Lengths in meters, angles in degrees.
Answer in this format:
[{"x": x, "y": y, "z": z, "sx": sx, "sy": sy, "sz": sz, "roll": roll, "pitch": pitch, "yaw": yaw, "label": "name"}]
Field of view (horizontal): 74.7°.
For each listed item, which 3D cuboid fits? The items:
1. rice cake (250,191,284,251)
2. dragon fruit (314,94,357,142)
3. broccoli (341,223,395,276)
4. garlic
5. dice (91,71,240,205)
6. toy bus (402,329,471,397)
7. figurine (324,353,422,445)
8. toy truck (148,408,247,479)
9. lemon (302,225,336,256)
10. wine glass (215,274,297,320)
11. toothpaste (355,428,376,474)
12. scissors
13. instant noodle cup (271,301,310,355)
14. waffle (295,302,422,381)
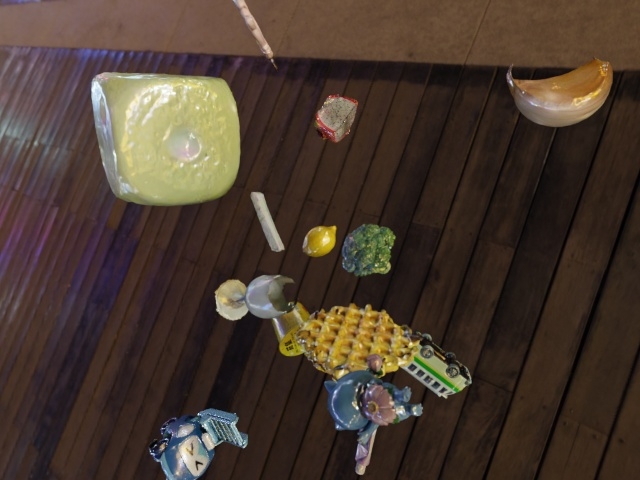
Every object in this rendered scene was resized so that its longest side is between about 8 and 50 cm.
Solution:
[{"x": -0.172, "y": -0.062, "z": 1.359, "sx": 0.034, "sy": 0.043, "sz": 0.211, "roll": -22, "pitch": 89, "yaw": 22, "label": "rice cake"}, {"x": 0.024, "y": -0.214, "z": 0.744, "sx": 0.056, "sy": 0.060, "sz": 0.083, "roll": 27, "pitch": 77, "yaw": 11, "label": "dragon fruit"}, {"x": 0.231, "y": 0.057, "z": 1.908, "sx": 0.269, "sy": 0.270, "sz": 0.270, "roll": -26, "pitch": 42, "yaw": 26, "label": "broccoli"}, {"x": 0.492, "y": -0.289, "z": 0.860, "sx": 0.206, "sy": 0.128, "sz": 0.115, "roll": -8, "pitch": 43, "yaw": -4, "label": "garlic"}, {"x": -0.329, "y": -0.221, "z": 0.895, "sx": 0.249, "sy": 0.251, "sz": 0.255, "roll": 29, "pitch": 122, "yaw": 52, "label": "dice"}, {"x": 0.465, "y": 0.520, "z": 1.737, "sx": 0.276, "sy": 0.133, "sz": 0.165, "roll": 38, "pitch": 107, "yaw": 1, "label": "toy bus"}, {"x": 0.102, "y": 0.289, "z": 0.780, "sx": 0.178, "sy": 0.144, "sz": 0.114, "roll": -15, "pitch": 104, "yaw": 39, "label": "figurine"}, {"x": -0.118, "y": 0.203, "z": 0.429, "sx": 0.090, "sy": 0.073, "sz": 0.056, "roll": -25, "pitch": 99, "yaw": 1, "label": "toy truck"}, {"x": 0.000, "y": 0.000, "z": 0.926, "sx": 0.092, "sy": 0.065, "sz": 0.065, "roll": -38, "pitch": 56, "yaw": -10, "label": "lemon"}, {"x": -0.206, "y": 0.184, "z": 1.339, "sx": 0.321, "sy": 0.143, "sz": 0.144, "roll": -10, "pitch": 68, "yaw": 48, "label": "wine glass"}, {"x": 0.156, "y": 0.617, "z": 1.388, "sx": 0.075, "sy": 0.048, "sz": 0.301, "roll": 9, "pitch": 87, "yaw": 36, "label": "toothpaste"}, {"x": -0.146, "y": -0.493, "z": 1.034, "sx": 0.024, "sy": 0.317, "sz": 0.160, "roll": -30, "pitch": 85, "yaw": 6, "label": "scissors"}, {"x": -0.102, "y": 0.333, "z": 1.631, "sx": 0.182, "sy": 0.182, "sz": 0.144, "roll": -46, "pitch": 46, "yaw": 11, "label": "instant noodle cup"}, {"x": 0.114, "y": 0.331, "z": 1.389, "sx": 0.382, "sy": 0.379, "sz": 0.095, "roll": 32, "pitch": 125, "yaw": 59, "label": "waffle"}]
